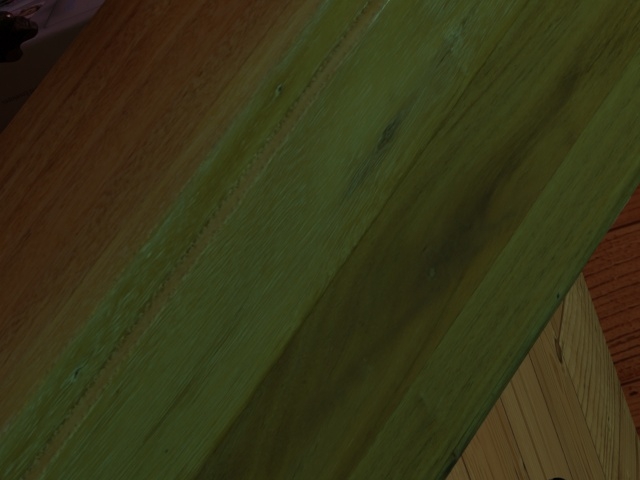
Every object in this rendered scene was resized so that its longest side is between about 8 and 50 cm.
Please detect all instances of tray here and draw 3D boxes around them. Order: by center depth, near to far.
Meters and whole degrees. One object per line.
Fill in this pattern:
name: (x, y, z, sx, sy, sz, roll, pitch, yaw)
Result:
tray: (0.000, 0.000, 0.513, 0.411, 0.076, 0.203, -54, 143, -13)

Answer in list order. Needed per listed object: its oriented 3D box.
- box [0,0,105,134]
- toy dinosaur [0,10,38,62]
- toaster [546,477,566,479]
box: (-0.078, -0.093, 0.619, 0.038, 0.186, 0.145, 61, 18, -26)
toy dinosaur: (-0.179, -0.125, 0.502, 0.313, 0.121, 0.160, 29, 31, -59)
toaster: (0.177, 0.280, 1.268, 0.185, 0.110, 0.168, 37, 38, -66)
